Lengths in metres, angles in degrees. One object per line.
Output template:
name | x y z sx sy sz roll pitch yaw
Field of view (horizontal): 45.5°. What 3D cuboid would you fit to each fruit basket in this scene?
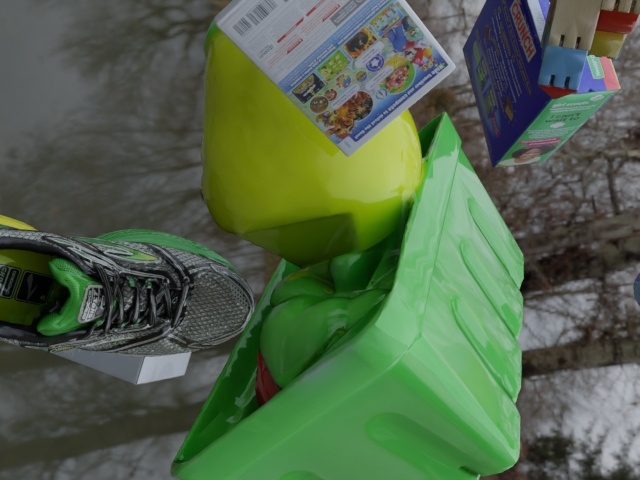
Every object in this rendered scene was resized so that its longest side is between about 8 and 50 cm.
fruit basket | 0.000 0.000 0.636 0.392 0.283 0.392 32 35 -26

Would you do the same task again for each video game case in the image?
video game case | 0.012 -0.113 0.441 0.122 0.087 0.011 41 17 -35

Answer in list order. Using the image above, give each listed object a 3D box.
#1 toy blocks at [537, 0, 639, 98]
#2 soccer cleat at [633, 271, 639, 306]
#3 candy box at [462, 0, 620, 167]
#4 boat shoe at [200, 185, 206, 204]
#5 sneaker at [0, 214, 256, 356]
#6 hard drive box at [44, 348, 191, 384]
toy blocks | 0.345 -0.338 0.948 0.381 0.191 0.260 -62 160 -54
soccer cleat | 0.386 0.101 0.658 0.095 0.248 0.083 -31 150 -50
candy box | 0.371 -0.309 1.346 0.317 0.122 0.268 103 -23 -75
boat shoe | -0.212 -0.102 1.592 0.068 0.081 0.228 48 -2 -18
sneaker | -0.208 0.059 0.706 0.146 0.344 0.134 20 -80 54
hard drive box | -0.360 0.165 1.314 0.181 0.232 0.089 19 88 -75
